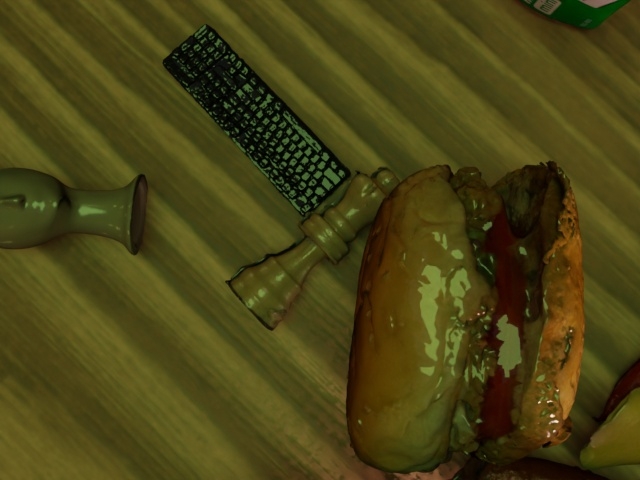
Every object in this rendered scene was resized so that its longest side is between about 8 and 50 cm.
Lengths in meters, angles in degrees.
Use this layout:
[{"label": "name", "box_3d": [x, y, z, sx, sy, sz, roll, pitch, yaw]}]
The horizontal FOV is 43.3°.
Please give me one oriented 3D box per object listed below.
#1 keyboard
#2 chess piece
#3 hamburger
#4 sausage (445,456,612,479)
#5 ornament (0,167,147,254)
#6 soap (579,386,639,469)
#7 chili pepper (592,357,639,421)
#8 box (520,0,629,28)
[{"label": "keyboard", "box_3d": [-0.059, -0.110, 0.725, 0.060, 0.018, 0.195, -44, 86, -3]}, {"label": "chess piece", "box_3d": [0.000, 0.000, 0.698, 0.172, 0.060, 0.060, -43, 85, -2]}, {"label": "hamburger", "box_3d": [0.103, 0.054, 0.604, 0.162, 0.244, 0.245, 2, 87, 7]}, {"label": "sausage", "box_3d": [0.245, 0.252, 0.652, 0.302, 0.076, 0.103, 24, 74, 9]}, {"label": "ornament", "box_3d": [-0.235, -0.028, 0.700, 0.156, 0.081, 0.075, 4, 84, -1]}, {"label": "soap", "box_3d": [0.291, 0.150, 0.661, 0.168, 0.033, 0.089, 1, 116, -8]}, {"label": "chili pepper", "box_3d": [0.333, 0.063, 0.677, 0.268, 0.050, 0.059, -44, 101, 1]}, {"label": "box", "box_3d": [0.255, -0.304, 0.638, 0.103, 0.180, 0.250, 32, 88, 1]}]
